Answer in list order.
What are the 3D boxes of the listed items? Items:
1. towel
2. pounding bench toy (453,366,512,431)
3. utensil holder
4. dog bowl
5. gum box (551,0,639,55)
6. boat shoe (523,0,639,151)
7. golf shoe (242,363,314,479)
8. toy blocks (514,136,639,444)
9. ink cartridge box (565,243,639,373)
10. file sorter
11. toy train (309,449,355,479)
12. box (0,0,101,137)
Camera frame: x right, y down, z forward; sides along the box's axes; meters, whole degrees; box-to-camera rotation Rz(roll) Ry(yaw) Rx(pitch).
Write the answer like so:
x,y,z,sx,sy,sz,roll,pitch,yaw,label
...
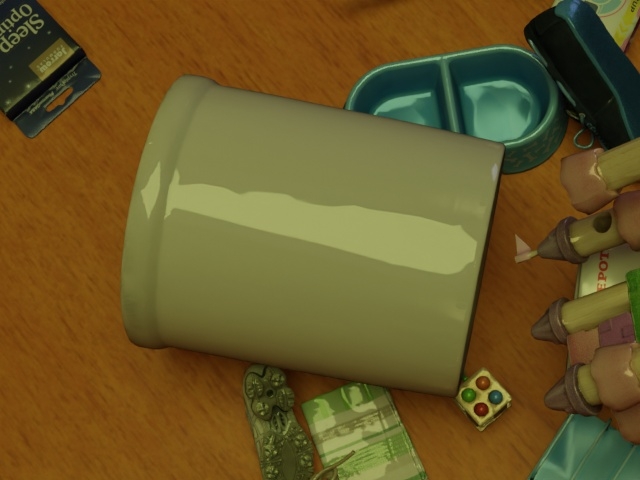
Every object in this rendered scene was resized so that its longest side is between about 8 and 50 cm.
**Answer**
x,y,z,sx,sy,sz,roll,pitch,yaw,label
0.051,0.247,1.848,0.113,0.023,0.152,-23,74,-1,towel
0.184,0.180,1.828,0.052,0.065,0.083,-40,74,-5,pounding bench toy
0.000,0.000,1.771,0.386,0.327,0.327,11,77,6,utensil holder
0.166,-0.161,1.917,0.297,0.074,0.165,-9,74,4,dog bowl
0.356,-0.296,1.936,0.107,0.062,0.188,24,79,12,gum box
0.341,-0.183,1.863,0.258,0.089,0.109,58,42,-17,boat shoe
-0.055,0.230,1.847,0.069,0.086,0.176,-13,100,-15,golf shoe
0.341,0.084,1.608,0.260,0.309,0.288,-24,57,34,toy blocks
0.409,0.104,1.768,0.233,0.168,0.171,7,76,8,ink cartridge box
0.340,0.278,1.764,0.170,0.104,0.118,32,80,14,file sorter
-0.026,0.371,1.772,0.248,0.105,0.143,-34,85,9,toy train
-0.413,-0.258,2.031,0.136,0.036,0.225,-43,76,-5,box
